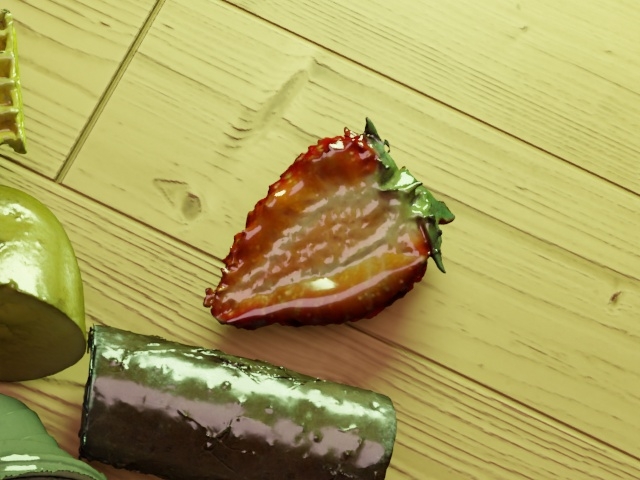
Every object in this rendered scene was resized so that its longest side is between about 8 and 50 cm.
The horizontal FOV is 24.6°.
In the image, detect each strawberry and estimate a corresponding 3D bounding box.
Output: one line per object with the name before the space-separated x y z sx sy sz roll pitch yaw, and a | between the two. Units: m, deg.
strawberry | 0.006 0.015 1.363 0.174 0.098 0.228 43 83 -9

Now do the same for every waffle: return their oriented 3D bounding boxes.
waffle | -0.353 -0.124 1.337 0.161 0.055 0.210 -7 46 -8

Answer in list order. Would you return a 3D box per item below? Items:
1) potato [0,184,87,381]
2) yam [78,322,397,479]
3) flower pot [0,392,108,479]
potato | -0.300 0.021 1.291 0.204 0.178 0.158 -8 53 12
yam | -0.081 0.163 1.286 0.280 0.131 0.131 14 70 -5
flower pot | -0.288 0.216 1.210 0.236 0.235 0.140 -19 51 -13
